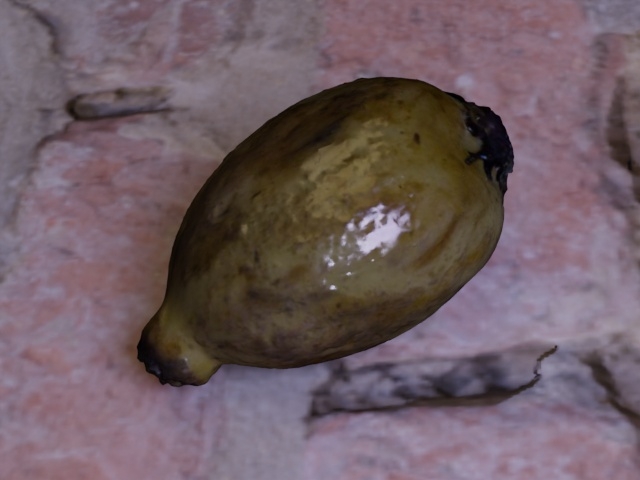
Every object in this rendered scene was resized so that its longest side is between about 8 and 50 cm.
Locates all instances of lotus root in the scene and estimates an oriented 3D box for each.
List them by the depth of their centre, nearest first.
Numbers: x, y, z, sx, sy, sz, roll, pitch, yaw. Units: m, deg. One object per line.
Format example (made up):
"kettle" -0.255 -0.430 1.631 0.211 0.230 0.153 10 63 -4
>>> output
"lotus root" 0.000 0.000 0.985 0.214 0.138 0.138 -37 46 -11
